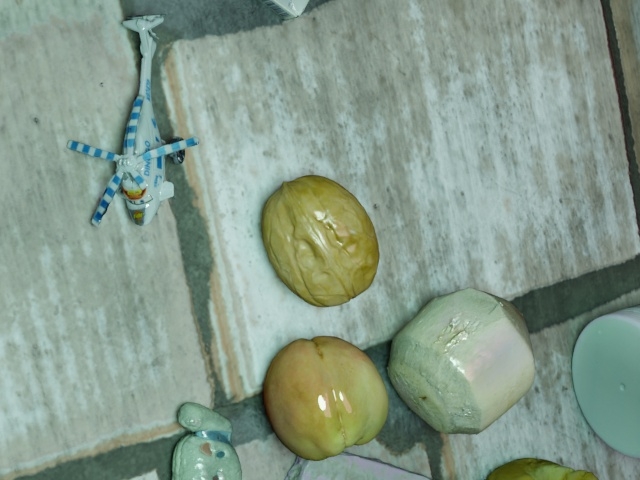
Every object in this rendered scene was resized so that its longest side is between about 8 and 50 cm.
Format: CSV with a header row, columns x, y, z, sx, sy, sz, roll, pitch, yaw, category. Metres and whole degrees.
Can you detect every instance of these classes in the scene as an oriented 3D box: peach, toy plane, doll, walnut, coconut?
x,y,z,sx,sy,sz,roll,pitch,yaw,category
0.005,0.224,1.539,0.184,0.184,0.184,0,90,-30,peach
-0.250,-0.159,1.455,0.182,0.107,0.273,-18,78,13,toy plane
-0.160,0.333,1.502,0.103,0.071,0.214,-5,84,-42,doll
0.000,0.000,1.547,0.159,0.159,0.207,-40,110,-24,walnut
0.227,0.176,1.648,0.234,0.224,0.224,-44,110,-15,coconut

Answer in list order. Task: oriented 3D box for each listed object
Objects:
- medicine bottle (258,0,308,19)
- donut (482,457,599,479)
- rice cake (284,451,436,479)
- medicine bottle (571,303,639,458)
x,y,z,sx,sy,sz,roll,pitch,yaw,category
-0.062,-0.453,1.569,0.171,0.052,0.201,33,76,-26,medicine bottle
0.361,0.546,1.748,0.360,0.170,0.360,0,89,-28,donut
0.079,0.393,1.650,0.298,0.050,0.106,23,78,-27,rice cake
0.608,0.227,1.838,0.241,0.252,0.252,-10,95,-30,medicine bottle
